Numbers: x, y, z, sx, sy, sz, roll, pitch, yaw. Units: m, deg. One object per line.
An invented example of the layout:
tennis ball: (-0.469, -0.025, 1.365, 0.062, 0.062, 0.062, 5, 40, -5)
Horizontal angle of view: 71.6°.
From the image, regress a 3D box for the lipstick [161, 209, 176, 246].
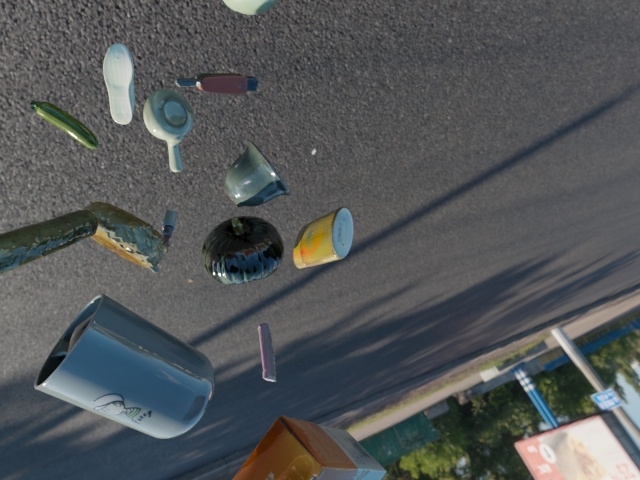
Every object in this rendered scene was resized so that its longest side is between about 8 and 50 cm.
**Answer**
lipstick: (-0.329, -0.023, 0.960, 0.025, 0.107, 0.025, 4, 130, -14)

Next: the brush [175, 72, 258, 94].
brush: (-0.375, -0.580, 1.647, 0.324, 0.051, 0.070, -13, 127, -32)

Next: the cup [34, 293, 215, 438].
cup: (-0.387, 0.274, 0.932, 0.205, 0.205, 0.312, -40, 118, 23)

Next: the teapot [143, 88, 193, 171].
teapot: (-0.636, -0.456, 1.834, 0.149, 0.318, 0.220, 7, 179, 44)

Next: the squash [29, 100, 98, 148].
squash: (-0.945, -0.437, 1.656, 0.069, 0.069, 0.258, -37, 128, 18)

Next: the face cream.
face cream: (0.000, 0.000, 1.257, 0.067, 0.139, 0.285, 13, 166, -21)

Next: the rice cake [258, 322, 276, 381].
rice cake: (-0.205, 0.425, 1.703, 0.055, 0.269, 0.049, -5, 132, -9)

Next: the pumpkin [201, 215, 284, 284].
pumpkin: (-0.236, 0.023, 1.334, 0.250, 0.250, 0.216, -20, 129, -14)

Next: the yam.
yam: (-0.610, 0.012, 0.904, 0.083, 0.083, 0.371, -43, -177, 28)

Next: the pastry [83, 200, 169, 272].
pastry: (-0.690, -0.024, 1.561, 0.136, 0.330, 0.329, -61, 161, -20)

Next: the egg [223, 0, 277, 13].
egg: (-0.234, -0.890, 1.521, 0.203, 0.202, 0.283, 1, -179, -44)

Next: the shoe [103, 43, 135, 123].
shoe: (-0.700, -0.550, 1.559, 0.095, 0.110, 0.264, 3, 113, -15)

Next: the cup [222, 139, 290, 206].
cup: (-0.206, -0.173, 1.315, 0.150, 0.199, 0.199, -37, 153, -2)

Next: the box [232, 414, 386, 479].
box: (-0.029, 0.519, 0.931, 0.225, 0.143, 0.341, -53, 141, -5)
